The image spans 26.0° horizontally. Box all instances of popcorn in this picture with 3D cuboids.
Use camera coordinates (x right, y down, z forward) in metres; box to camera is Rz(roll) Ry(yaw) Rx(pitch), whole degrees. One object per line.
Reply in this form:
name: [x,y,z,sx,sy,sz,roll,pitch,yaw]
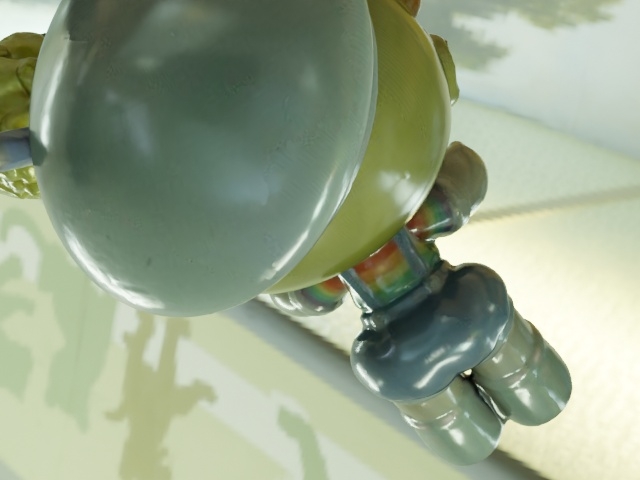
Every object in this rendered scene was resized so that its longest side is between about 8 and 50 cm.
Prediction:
popcorn: [-0.259,-0.101,1.161,0.173,0.142,0.173,31,-170,-6]

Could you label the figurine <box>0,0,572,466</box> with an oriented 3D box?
figurine: [0.027,-0.016,0.742,0.382,0.224,0.205,34,-158,-27]
